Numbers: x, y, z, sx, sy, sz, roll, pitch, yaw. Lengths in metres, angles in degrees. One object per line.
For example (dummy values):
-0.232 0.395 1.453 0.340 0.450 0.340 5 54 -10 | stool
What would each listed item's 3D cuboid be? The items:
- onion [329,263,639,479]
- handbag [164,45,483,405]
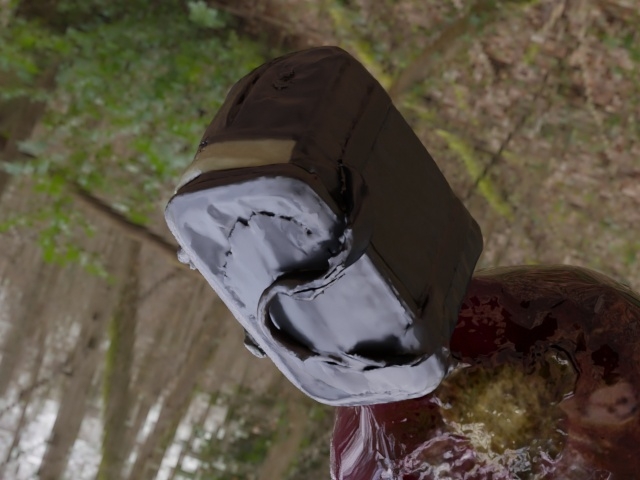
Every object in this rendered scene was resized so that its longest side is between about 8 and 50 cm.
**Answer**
0.208 0.212 1.350 0.398 0.398 0.420 18 179 2 | onion
0.000 0.000 0.988 0.181 0.181 0.254 -14 126 34 | handbag
